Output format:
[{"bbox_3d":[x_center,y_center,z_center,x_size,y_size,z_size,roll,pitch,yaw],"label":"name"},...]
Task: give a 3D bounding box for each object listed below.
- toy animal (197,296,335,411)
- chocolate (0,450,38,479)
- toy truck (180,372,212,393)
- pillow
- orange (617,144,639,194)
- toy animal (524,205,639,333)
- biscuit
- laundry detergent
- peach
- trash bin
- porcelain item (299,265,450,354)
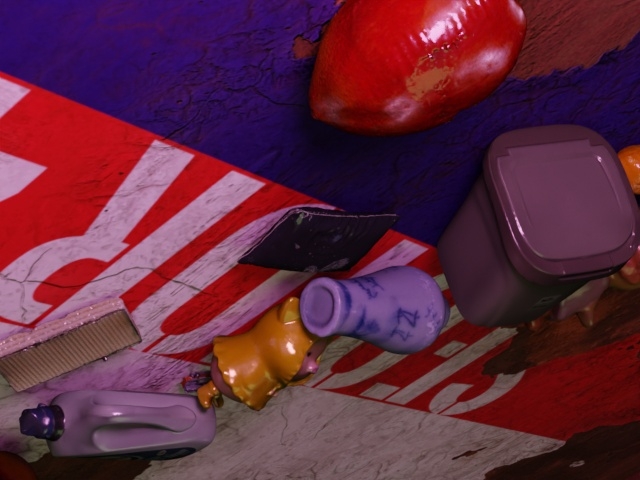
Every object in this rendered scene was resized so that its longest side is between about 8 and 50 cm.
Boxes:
[{"bbox_3d":[-0.088,0.179,1.984,0.230,0.156,0.156,-38,149,7],"label":"toy animal"},{"bbox_3d":[-0.527,0.410,2.068,0.177,0.176,0.176,-17,151,-10],"label":"chocolate"},{"bbox_3d":[-0.185,0.231,2.102,0.083,0.032,0.024,-5,143,-31],"label":"toy truck"},{"bbox_3d":[0.000,0.000,1.806,0.208,0.055,0.141,4,144,-43],"label":"pillow"},{"bbox_3d":[0.480,-0.106,1.942,0.083,0.070,0.083,-14,147,-9],"label":"orange"},{"bbox_3d":[0.437,0.033,2.066,0.281,0.195,0.169,-23,-169,10],"label":"toy animal"},{"bbox_3d":[-0.360,0.147,1.829,0.199,0.040,0.121,-21,149,-4],"label":"biscuit"},{"bbox_3d":[-0.322,0.281,1.984,0.215,0.105,0.281,-16,159,42],"label":"laundry detergent"},{"bbox_3d":[0.096,-0.210,1.425,0.267,0.158,0.154,-25,146,10],"label":"peach"},{"bbox_3d":[0.298,-0.007,1.857,0.220,0.219,0.250,-6,154,-24],"label":"trash bin"},{"bbox_3d":[0.091,0.104,1.953,0.259,0.141,0.141,6,141,-45],"label":"porcelain item"}]
